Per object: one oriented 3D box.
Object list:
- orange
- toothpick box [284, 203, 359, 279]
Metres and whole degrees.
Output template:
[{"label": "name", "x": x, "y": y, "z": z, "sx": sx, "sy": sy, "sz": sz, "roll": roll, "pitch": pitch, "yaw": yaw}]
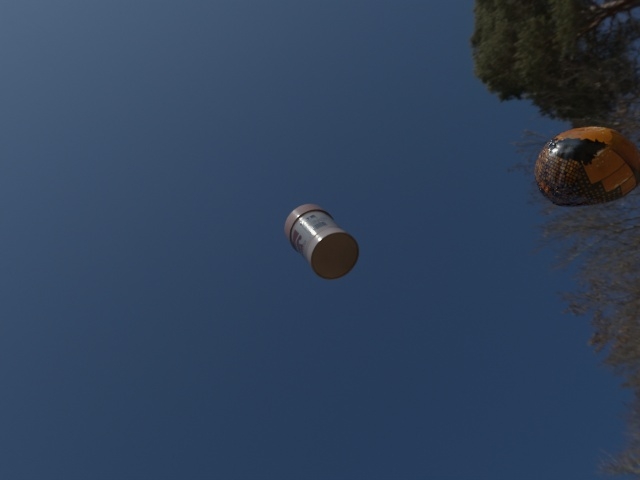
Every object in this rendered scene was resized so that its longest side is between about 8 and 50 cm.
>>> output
[{"label": "orange", "x": 0.611, "y": -0.166, "z": 1.403, "sx": 0.234, "sy": 0.234, "sz": 0.182, "roll": -2, "pitch": -76, "yaw": -9}, {"label": "toothpick box", "x": 0.000, "y": 0.000, "z": 1.180, "sx": 0.098, "sy": 0.149, "sz": 0.099, "roll": -10, "pitch": -63, "yaw": -20}]
